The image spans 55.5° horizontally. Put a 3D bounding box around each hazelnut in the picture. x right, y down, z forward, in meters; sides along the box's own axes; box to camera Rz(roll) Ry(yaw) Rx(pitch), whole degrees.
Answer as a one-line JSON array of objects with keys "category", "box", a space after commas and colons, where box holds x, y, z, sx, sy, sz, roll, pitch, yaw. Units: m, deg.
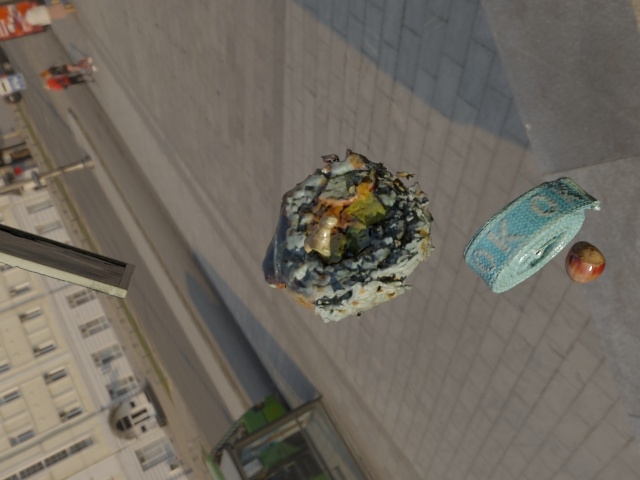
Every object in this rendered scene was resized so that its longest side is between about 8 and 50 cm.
[{"category": "hazelnut", "box": [0.534, 0.047, 1.232, 0.086, 0.086, 0.086, 48, 151, 38]}]

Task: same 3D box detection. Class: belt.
[{"category": "belt", "box": [0.274, -0.006, 0.824, 0.082, 0.163, 0.148, 53, 142, 27]}]

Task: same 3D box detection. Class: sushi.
[{"category": "sushi", "box": [0.068, -0.007, 1.379, 0.417, 0.417, 0.176, 46, 180, 40]}]

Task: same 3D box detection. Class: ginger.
[{"category": "ginger", "box": [0.000, 0.001, 0.925, 0.048, 0.030, 0.097, 60, 142, 16]}]

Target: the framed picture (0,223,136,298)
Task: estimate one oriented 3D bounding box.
[{"category": "framed picture", "box": [-0.365, 0.015, 0.777, 0.184, 0.250, 0.016, -152, 81, -75]}]
